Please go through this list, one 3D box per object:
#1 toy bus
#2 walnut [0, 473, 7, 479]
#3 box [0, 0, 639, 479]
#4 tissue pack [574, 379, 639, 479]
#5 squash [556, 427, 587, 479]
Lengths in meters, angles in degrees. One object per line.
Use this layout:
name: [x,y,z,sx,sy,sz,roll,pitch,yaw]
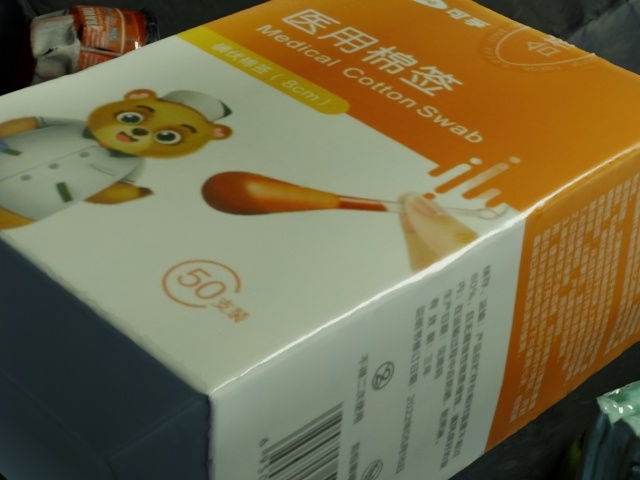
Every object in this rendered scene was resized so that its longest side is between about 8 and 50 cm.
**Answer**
toy bus: [-0.137,-0.045,0.716,0.077,0.079,0.174,8,118,-17]
walnut: [-0.157,0.236,0.792,0.227,0.273,0.273,-59,137,-33]
box: [0.000,0.000,0.630,0.341,0.225,0.143,-26,136,-39]
tissue pack: [0.362,0.206,0.987,0.388,0.162,0.287,-14,125,-30]
squash: [0.219,0.244,1.057,0.069,0.069,0.258,-17,126,-11]
